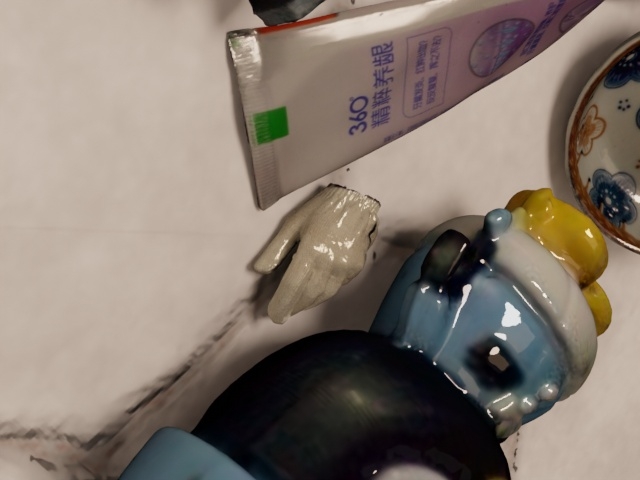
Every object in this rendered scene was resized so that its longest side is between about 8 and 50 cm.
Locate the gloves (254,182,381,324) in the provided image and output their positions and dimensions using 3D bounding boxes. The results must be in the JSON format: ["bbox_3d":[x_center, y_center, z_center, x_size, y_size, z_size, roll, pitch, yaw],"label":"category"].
[{"bbox_3d":[0.000,0.001,0.472,0.044,0.037,0.081,26,98,-6],"label":"gloves"}]

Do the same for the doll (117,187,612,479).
[{"bbox_3d":[0.014,0.109,0.456,0.314,0.141,0.177,-44,141,-20],"label":"doll"}]

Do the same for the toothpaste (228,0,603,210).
[{"bbox_3d":[0.096,-0.103,0.493,0.301,0.048,0.075,-24,150,-21],"label":"toothpaste"}]

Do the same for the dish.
[{"bbox_3d":[0.201,-0.066,0.575,0.141,0.078,0.141,4,121,7],"label":"dish"}]

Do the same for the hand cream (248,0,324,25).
[{"bbox_3d":[-0.082,-0.171,0.320,0.091,0.058,0.271,-46,127,2],"label":"hand cream"}]
